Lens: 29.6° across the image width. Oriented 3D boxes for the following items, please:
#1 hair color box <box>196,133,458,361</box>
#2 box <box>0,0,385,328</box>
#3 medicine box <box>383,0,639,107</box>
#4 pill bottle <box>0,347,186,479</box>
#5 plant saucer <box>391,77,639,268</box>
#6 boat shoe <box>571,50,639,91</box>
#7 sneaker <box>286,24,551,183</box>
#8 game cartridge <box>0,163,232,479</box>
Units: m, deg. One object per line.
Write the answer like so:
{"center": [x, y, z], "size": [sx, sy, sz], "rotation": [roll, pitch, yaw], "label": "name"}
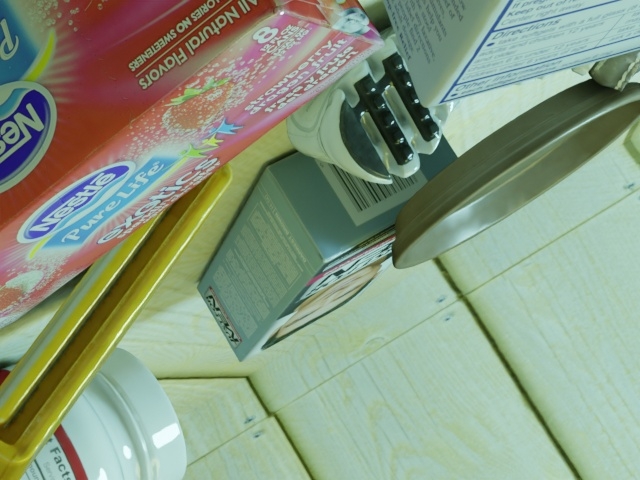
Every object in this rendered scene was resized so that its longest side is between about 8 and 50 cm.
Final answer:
{"center": [0.000, 0.000, 1.317], "size": [0.185, 0.113, 0.374], "rotation": [-28, 170, -23], "label": "hair color box"}
{"center": [-0.119, -0.070, 0.537], "size": [0.257, 0.128, 0.122], "rotation": [-34, 170, 20], "label": "box"}
{"center": [0.174, -0.207, 0.545], "size": [0.263, 0.149, 0.289], "rotation": [-16, 166, -15], "label": "medicine box"}
{"center": [-0.350, 0.265, 1.236], "size": [0.408, 0.229, 0.229], "rotation": [-25, 168, -35], "label": "pill bottle"}
{"center": [0.175, -0.064, 1.098], "size": [0.278, 0.041, 0.278], "rotation": [-32, 170, -7], "label": "plant saucer"}
{"center": [0.320, -0.209, 1.053], "size": [0.324, 0.097, 0.116], "rotation": [-44, 174, -44], "label": "boat shoe"}
{"center": [0.094, -0.148, 0.950], "size": [0.292, 0.110, 0.118], "rotation": [-34, -162, -26], "label": "sneaker"}
{"center": [-0.197, 0.091, 1.003], "size": [0.285, 0.053, 0.323], "rotation": [-57, -177, -27], "label": "game cartridge"}
